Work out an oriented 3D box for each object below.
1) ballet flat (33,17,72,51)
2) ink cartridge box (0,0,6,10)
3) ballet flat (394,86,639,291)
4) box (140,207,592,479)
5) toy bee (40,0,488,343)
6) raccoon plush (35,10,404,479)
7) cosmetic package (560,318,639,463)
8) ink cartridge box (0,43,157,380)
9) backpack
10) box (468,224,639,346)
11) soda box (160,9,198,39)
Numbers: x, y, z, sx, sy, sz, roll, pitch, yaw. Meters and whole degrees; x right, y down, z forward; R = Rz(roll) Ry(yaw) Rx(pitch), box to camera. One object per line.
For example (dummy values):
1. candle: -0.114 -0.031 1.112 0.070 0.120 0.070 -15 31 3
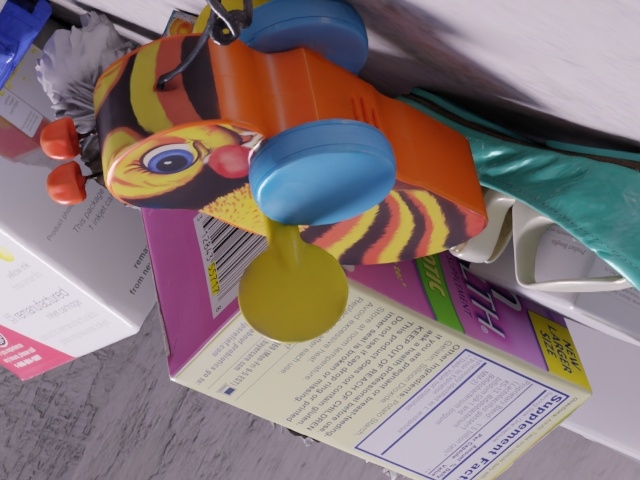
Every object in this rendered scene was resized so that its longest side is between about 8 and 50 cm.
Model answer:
1. ballet flat: -0.285 -0.171 1.715 0.280 0.095 0.096 23 166 14
2. ink cartridge box: -0.411 -0.220 1.320 0.309 0.130 0.272 23 177 24
3. ballet flat: 0.110 -0.022 1.071 0.083 0.087 0.247 25 178 -41
4. box: 0.021 0.013 1.205 0.243 0.117 0.213 27 -148 -34
5. toy bee: -0.048 -0.061 0.963 0.162 0.195 0.298 -22 129 22
6. raccoon plush: 0.000 0.000 1.551 0.446 0.216 0.299 53 -179 20
7. cosmetic package: 0.322 0.116 1.321 0.217 0.156 0.385 25 178 -32
8. ink cartridge box: -0.320 -0.068 1.651 0.385 0.160 0.279 38 153 -16
9. backpack: -0.277 -0.166 1.464 0.120 0.098 0.101 35 -159 -10
10. box: 0.165 0.006 1.149 0.102 0.087 0.101 26 178 -35
11. soda box: -0.035 -0.092 1.323 0.063 0.058 0.183 22 176 41
